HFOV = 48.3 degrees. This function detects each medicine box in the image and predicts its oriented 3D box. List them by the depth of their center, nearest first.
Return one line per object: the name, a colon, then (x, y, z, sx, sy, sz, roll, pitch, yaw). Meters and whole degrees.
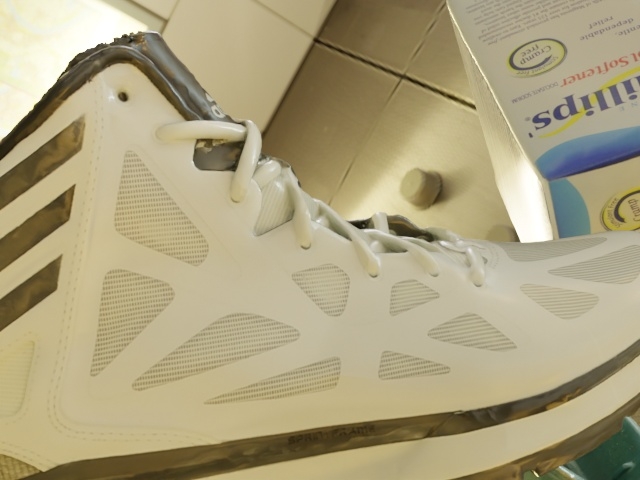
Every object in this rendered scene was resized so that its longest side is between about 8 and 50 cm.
medicine box: (0.250, -0.082, 0.677, 0.149, 0.263, 0.289, -20, -135, 10)

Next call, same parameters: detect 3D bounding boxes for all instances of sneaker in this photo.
sneaker: (0.000, 0.000, 0.389, 0.169, 0.447, 0.258, -160, -123, -73)

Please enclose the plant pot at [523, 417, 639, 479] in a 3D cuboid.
plant pot: (0.127, 0.268, 0.767, 0.334, 0.341, 0.341, -56, -146, 17)
